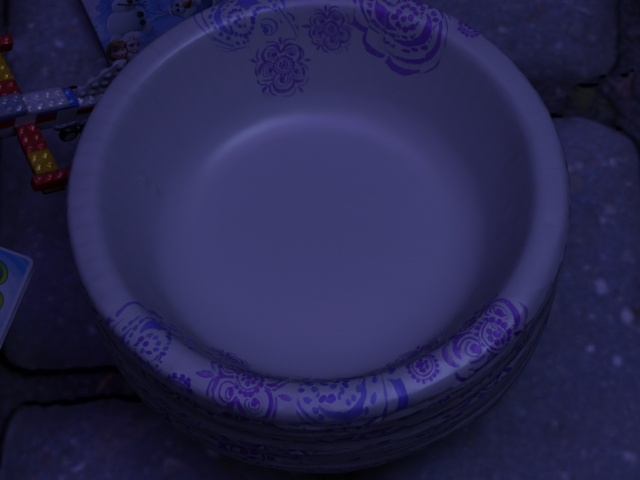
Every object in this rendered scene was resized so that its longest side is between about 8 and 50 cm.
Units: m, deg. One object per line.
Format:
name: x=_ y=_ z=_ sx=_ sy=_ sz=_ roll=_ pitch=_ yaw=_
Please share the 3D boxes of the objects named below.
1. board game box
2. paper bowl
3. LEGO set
board game box: x=-0.113 y=-0.156 z=1.090 sx=0.090 sy=0.020 sz=0.090 roll=-23 pitch=63 yaw=-9
paper bowl: x=0.000 y=0.000 z=0.932 sx=0.284 sy=0.148 sz=0.284 roll=-1 pitch=63 yaw=2
LEGO set: x=-0.230 y=-0.063 z=0.917 sx=0.182 sy=0.060 sz=0.244 roll=22 pitch=52 yaw=-5
